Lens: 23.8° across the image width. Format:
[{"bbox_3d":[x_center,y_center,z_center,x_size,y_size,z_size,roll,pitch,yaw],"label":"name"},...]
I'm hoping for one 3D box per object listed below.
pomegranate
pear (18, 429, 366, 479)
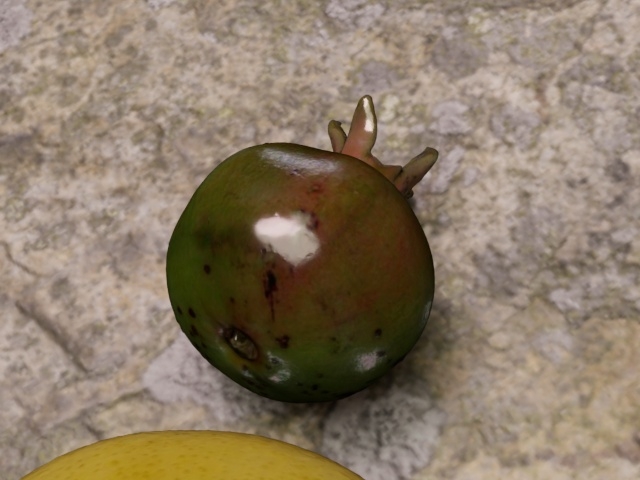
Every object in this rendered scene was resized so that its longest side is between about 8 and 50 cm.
[{"bbox_3d":[0.000,0.000,1.021,0.181,0.181,0.224,18,51,18],"label":"pomegranate"},{"bbox_3d":[-0.067,0.265,0.796,0.348,0.348,0.348,-4,61,8],"label":"pear"}]
